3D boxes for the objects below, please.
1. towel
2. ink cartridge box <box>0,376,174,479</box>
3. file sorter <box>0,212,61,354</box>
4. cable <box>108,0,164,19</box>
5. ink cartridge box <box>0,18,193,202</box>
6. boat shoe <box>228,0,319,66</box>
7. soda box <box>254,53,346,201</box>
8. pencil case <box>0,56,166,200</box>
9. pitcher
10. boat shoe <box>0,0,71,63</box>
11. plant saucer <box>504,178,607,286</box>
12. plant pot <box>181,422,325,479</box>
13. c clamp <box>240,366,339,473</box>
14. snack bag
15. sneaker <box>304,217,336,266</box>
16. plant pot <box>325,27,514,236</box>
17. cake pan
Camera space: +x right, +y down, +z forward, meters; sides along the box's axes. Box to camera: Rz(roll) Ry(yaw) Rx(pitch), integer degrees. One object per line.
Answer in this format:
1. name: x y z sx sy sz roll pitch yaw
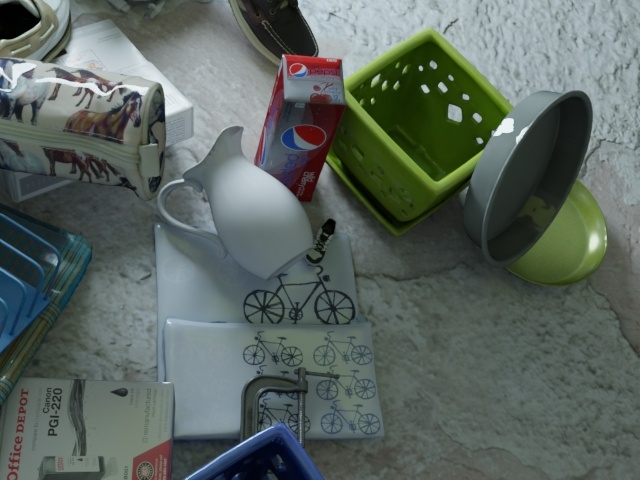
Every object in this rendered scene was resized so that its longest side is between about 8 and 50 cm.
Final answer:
1. towel: -0.475 0.064 1.431 0.271 0.040 0.370 25 37 -5
2. ink cartridge box: -0.297 0.262 1.411 0.217 0.092 0.159 2 62 -6
3. file sorter: -0.414 0.062 1.361 0.118 0.104 0.170 33 38 1
4. cable: -0.313 -0.517 1.841 0.257 0.089 0.257 35 58 3
5. ink cartridge box: -0.381 -0.203 1.666 0.296 0.066 0.261 -24 53 -27
6. boat shoe: -0.092 -0.404 1.810 0.103 0.092 0.285 -41 101 -38
7. soda box: -0.034 -0.159 1.633 0.092 0.263 0.084 3 61 -12
8. pencil case: -0.394 -0.161 1.464 0.410 0.160 0.183 10 30 2
9. pitcher: -0.123 -0.034 1.603 0.177 0.125 0.207 -38 83 14
10. boat shoe: -0.443 -0.324 1.657 0.113 0.103 0.302 7 45 -2
11. plant saucer: 0.355 -0.025 1.822 0.240 0.037 0.241 7 60 -13
12. plant pot: -0.098 0.398 1.346 0.236 0.212 0.236 -27 74 -28
13. c clamp: -0.044 0.244 1.519 0.137 0.022 0.161 13 62 -13
14. snack bag: -0.077 0.125 1.604 0.322 0.037 0.343 3 62 -16
15. sneaker: 0.000 0.000 1.666 0.031 0.037 0.083 25 54 -3
16. plant pot: 0.141 -0.153 1.722 0.227 0.207 0.228 -36 78 -29
17. cake pan: 0.311 -0.100 1.678 0.054 0.293 0.293 31 54 29
